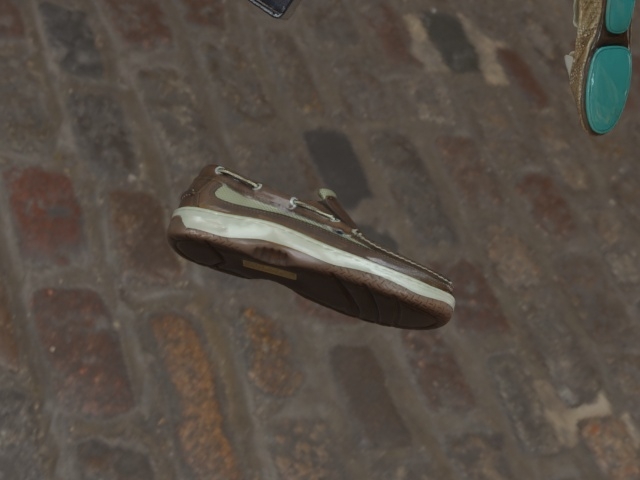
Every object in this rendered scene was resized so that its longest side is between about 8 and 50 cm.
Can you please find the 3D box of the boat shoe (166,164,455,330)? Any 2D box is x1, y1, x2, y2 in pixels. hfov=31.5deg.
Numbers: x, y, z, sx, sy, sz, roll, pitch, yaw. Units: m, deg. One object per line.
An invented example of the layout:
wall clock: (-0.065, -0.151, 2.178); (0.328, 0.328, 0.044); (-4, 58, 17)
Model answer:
boat shoe: (0.001, -0.003, 0.991); (0.258, 0.095, 0.095); (19, 66, -2)

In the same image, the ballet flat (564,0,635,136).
ballet flat: (0.303, -0.218, 1.238); (0.073, 0.206, 0.067); (1, 12, -30)

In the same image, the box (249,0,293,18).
box: (-0.179, -0.604, 1.857); (0.472, 0.297, 0.480); (34, 9, -6)
